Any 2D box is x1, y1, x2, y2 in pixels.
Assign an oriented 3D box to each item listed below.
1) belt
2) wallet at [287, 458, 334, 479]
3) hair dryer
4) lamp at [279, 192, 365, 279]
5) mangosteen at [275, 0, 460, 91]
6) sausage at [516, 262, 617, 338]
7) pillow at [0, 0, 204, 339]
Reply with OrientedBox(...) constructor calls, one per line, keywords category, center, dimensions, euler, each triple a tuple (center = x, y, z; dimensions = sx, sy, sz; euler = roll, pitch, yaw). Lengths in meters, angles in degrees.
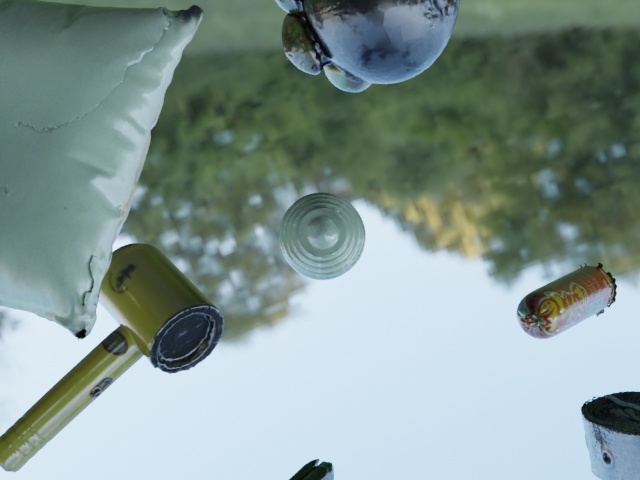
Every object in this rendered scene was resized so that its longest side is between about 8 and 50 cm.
OrientedBox(category="belt", center=(0.412, 0.268, 2.094), dimensions=(0.122, 0.128, 0.218), euler=(-18, -168, -19))
OrientedBox(category="wallet", center=(-0.062, 0.432, 2.459), dimensions=(0.055, 0.160, 0.236), euler=(23, -151, 23))
OrientedBox(category="hair dryer", center=(-0.246, 0.132, 1.779), dimensions=(0.278, 0.090, 0.135), euler=(-43, -127, -6))
OrientedBox(category="lamp", center=(0.000, 0.000, 2.066), dimensions=(0.106, 0.106, 0.193), euler=(-22, 176, -4))
OrientedBox(category="mangosteen", center=(0.058, -0.303, 2.118), dimensions=(0.243, 0.243, 0.243), euler=(-20, -167, 5))
OrientedBox(category="sausage", center=(0.338, 0.092, 2.346), dimensions=(0.083, 0.083, 0.264), euler=(-14, -178, 30))
OrientedBox(category="pillow", center=(-0.286, -0.086, 1.488), dimensions=(0.310, 0.312, 0.119), euler=(11, 167, 24))
